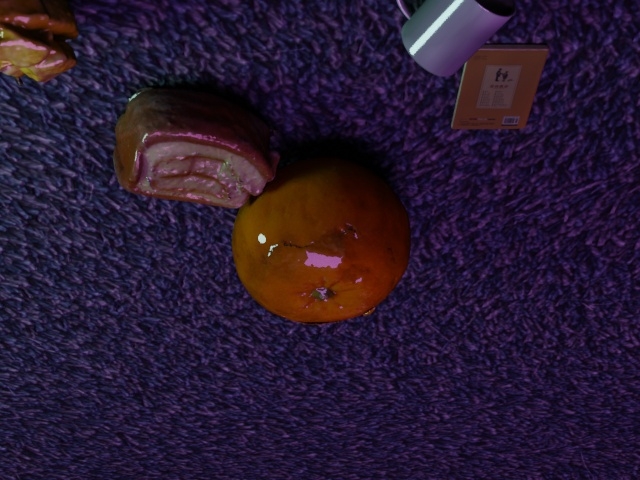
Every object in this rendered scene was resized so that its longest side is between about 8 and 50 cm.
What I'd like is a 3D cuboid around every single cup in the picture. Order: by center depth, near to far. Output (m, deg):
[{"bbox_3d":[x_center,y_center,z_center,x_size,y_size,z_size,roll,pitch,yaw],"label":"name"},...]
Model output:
[{"bbox_3d":[0.173,-0.310,1.477,0.099,0.136,0.133,-19,161,-45],"label":"cup"}]

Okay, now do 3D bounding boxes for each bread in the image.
[{"bbox_3d":[-0.178,-0.134,1.635,0.244,0.123,0.190,4,141,-14],"label":"bread"}]

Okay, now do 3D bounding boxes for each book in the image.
[{"bbox_3d":[0.264,-0.226,1.650,0.118,0.012,0.172,-1,144,-5],"label":"book"}]

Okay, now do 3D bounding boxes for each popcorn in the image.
[{"bbox_3d":[-0.385,-0.269,1.412,0.167,0.148,0.152,24,111,-14],"label":"popcorn"}]

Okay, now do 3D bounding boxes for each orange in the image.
[{"bbox_3d":[0.000,0.000,1.747,0.283,0.226,0.284,-3,139,-3],"label":"orange"}]
